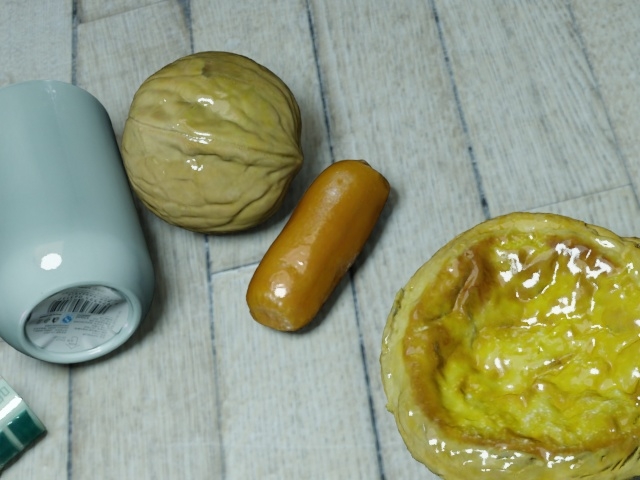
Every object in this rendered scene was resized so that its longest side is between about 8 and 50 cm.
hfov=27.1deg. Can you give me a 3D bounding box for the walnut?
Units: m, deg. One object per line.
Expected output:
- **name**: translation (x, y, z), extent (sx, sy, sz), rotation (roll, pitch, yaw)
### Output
- **walnut**: translation (-0.125, -0.117, 1.598), extent (0.228, 0.228, 0.228), rotation (-9, 51, 11)

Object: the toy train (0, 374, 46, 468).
- **toy train**: translation (-0.485, 0.309, 1.453), extent (0.407, 0.086, 0.088), rotation (-41, 58, -15)

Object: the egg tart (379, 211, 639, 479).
- **egg tart**: translation (0.224, 0.129, 1.338), extent (0.341, 0.129, 0.341), rotation (-8, 51, 10)

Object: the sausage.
- **sausage**: translation (0.000, 0.000, 1.536), extent (0.098, 0.098, 0.238), rotation (19, 62, 29)

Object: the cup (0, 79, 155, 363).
- **cup**: translation (-0.318, -0.017, 1.576), extent (0.205, 0.205, 0.312), rotation (-22, 51, 0)
